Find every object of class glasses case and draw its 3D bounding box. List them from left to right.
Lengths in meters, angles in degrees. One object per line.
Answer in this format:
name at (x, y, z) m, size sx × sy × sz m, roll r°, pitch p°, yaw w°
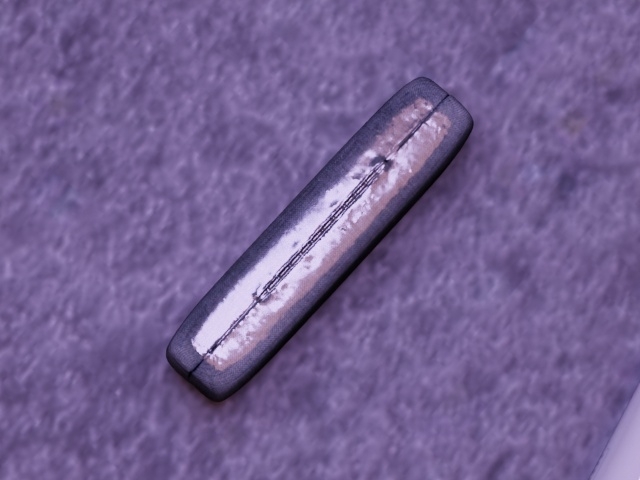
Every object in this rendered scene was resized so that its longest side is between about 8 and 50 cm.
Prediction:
glasses case at (0.000, 0.000, 1.629) m, size 0.074 × 0.131 × 0.323 m, roll 42°, pitch 83°, yaw 3°

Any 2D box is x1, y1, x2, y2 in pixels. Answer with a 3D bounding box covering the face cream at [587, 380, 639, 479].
face cream at (0.247, 0.263, 1.629) m, size 0.102 × 0.102 × 0.345 m, roll 28°, pitch 83°, yaw 0°
